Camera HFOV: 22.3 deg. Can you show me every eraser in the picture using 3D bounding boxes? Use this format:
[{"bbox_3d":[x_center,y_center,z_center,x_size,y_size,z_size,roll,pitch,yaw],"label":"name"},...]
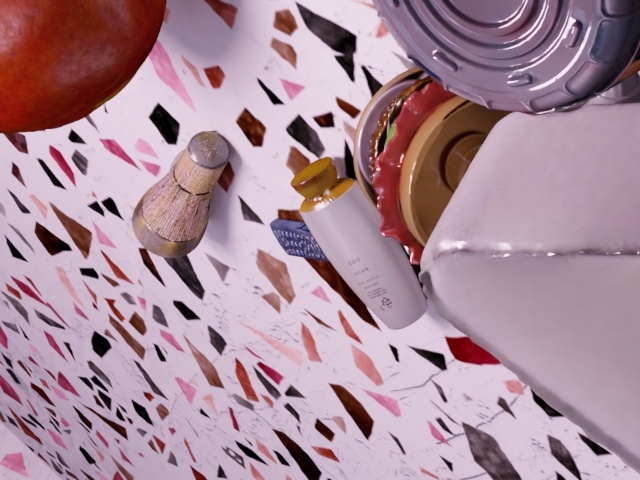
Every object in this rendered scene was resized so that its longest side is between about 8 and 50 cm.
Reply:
[{"bbox_3d":[0.228,0.024,1.093,0.331,0.150,0.331,20,147,14],"label":"eraser"}]

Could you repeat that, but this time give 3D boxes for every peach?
[{"bbox_3d":[-0.290,-0.262,1.460,0.308,0.308,0.332,29,133,36],"label":"peach"}]

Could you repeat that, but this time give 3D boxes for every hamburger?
[{"bbox_3d":[0.105,-0.064,1.249,0.175,0.175,0.137,62,169,-27],"label":"hamburger"}]

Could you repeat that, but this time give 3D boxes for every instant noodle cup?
[{"bbox_3d":[0.136,-0.184,0.916,0.302,0.181,0.258,26,135,29],"label":"instant noodle cup"}]

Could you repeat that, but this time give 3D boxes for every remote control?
[{"bbox_3d":[-0.001,0.001,1.665,0.043,0.027,0.152,53,158,-24],"label":"remote control"}]

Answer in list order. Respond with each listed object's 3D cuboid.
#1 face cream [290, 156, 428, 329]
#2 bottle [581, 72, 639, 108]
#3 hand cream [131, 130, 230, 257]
[{"bbox_3d":[0.038,0.004,1.563,0.072,0.051,0.182,-24,110,32],"label":"face cream"},{"bbox_3d":[0.212,-0.067,1.175,0.060,0.060,0.217,31,151,33],"label":"bottle"},{"bbox_3d":[-0.146,-0.055,1.763,0.084,0.084,0.203,46,150,6],"label":"hand cream"}]
